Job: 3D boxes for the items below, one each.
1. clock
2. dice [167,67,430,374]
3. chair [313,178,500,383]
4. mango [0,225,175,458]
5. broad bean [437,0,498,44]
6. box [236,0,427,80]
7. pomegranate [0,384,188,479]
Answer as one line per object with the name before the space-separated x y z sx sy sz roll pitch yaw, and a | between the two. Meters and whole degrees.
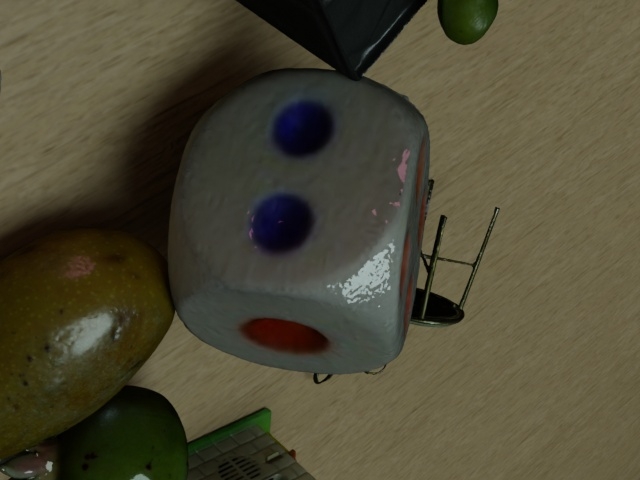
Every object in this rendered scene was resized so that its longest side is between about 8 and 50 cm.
clock | -0.085 0.371 1.355 0.220 0.255 0.106 -19 130 -36
dice | -0.013 -0.012 1.079 0.259 0.243 0.251 69 29 -63
chair | 0.125 0.084 1.451 0.160 0.170 0.325 -6 115 -47
mango | -0.292 0.117 1.030 0.176 0.175 0.329 45 78 -7
broad bean | 0.125 -0.282 0.899 0.098 0.056 0.318 -45 152 -9
box | 0.038 -0.368 0.940 0.345 0.204 0.251 -50 156 -5
pomegranate | -0.262 0.254 1.167 0.224 0.181 0.181 7 114 -25
